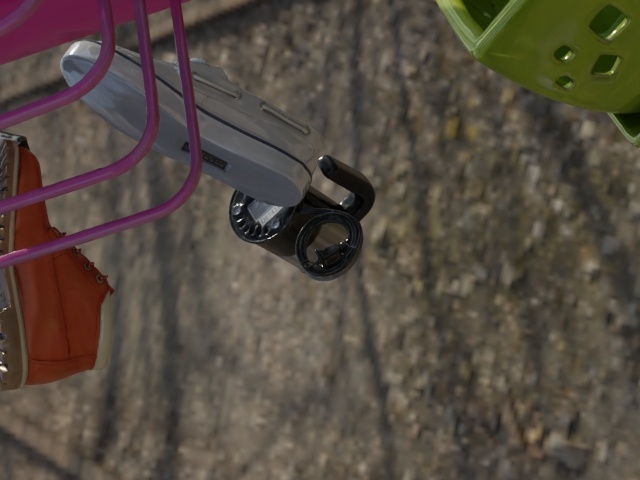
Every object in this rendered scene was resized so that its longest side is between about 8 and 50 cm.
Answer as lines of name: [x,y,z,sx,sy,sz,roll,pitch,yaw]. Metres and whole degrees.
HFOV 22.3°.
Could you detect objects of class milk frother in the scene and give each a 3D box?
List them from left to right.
milk frother: [0.000,0.000,1.656,0.129,0.134,0.143,-27,59,23]

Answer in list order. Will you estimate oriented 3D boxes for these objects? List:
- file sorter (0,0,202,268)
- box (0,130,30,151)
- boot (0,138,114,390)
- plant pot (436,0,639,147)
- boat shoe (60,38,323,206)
file sorter: [-0.207,-0.126,0.893,0.291,0.202,0.182,53,-157,-58]
box: [-0.438,-0.014,1.368,0.293,0.295,0.073,15,131,35]
boot: [-0.175,0.013,1.037,0.059,0.084,0.158,-3,91,62]
plant pot: [0.241,-0.221,1.314,0.228,0.207,0.227,-50,25,18]
boat shoe: [-0.117,-0.125,1.520,0.095,0.258,0.084,-34,29,58]
